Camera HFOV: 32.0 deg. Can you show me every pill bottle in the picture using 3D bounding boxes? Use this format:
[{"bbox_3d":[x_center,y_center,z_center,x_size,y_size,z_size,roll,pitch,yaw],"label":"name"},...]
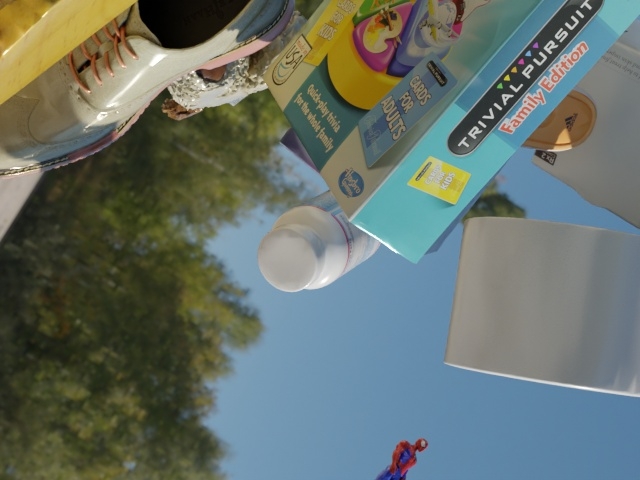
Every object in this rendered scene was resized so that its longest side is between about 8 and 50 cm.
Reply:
[{"bbox_3d":[0.000,0.000,1.160,0.087,0.087,0.160,-52,169,27],"label":"pill bottle"}]

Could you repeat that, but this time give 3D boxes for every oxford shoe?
[{"bbox_3d":[-0.212,-0.197,1.137,0.397,0.140,0.146,-33,177,-2],"label":"oxford shoe"}]

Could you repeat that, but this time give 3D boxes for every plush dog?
[{"bbox_3d":[-0.170,-0.300,1.531,0.210,0.226,0.262,-17,-179,43],"label":"plush dog"}]

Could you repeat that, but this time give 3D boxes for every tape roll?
[{"bbox_3d":[0.269,0.076,1.253,0.246,0.246,0.169,174,-74,-76],"label":"tape roll"}]

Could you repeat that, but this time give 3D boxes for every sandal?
[{"bbox_3d":[0.196,-0.129,1.124,0.076,0.265,0.102,45,-55,51],"label":"sandal"}]

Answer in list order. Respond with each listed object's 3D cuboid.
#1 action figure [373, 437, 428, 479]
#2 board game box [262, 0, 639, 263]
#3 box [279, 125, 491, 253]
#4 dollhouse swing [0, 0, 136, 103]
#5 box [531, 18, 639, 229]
[{"bbox_3d":[0.070,0.231,1.091,0.030,0.038,0.115,8,-143,40],"label":"action figure"},{"bbox_3d":[0.114,-0.186,0.877,0.336,0.079,0.254,-49,-145,14],"label":"board game box"},{"bbox_3d":[0.148,-0.178,1.783,0.294,0.296,0.182,-53,170,11],"label":"box"},{"bbox_3d":[-0.257,-0.321,0.913,0.347,0.305,0.315,-42,-172,-18],"label":"dollhouse swing"},{"bbox_3d":[0.365,-0.131,1.263,0.119,0.181,0.182,-19,135,-42],"label":"box"}]
